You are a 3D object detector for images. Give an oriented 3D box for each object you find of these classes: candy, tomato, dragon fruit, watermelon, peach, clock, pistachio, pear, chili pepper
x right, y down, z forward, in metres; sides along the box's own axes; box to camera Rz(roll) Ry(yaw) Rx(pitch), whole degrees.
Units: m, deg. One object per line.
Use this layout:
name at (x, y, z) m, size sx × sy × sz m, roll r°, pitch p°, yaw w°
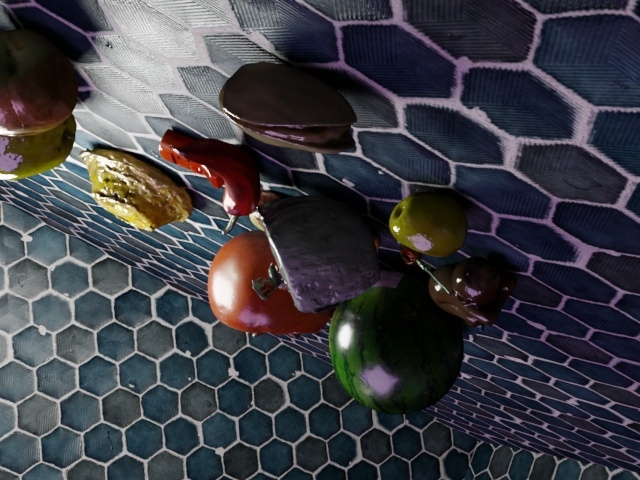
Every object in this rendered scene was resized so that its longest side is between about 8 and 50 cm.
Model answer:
candy at (0.227, 0.060, 1.702) m, size 0.055 × 0.049 × 0.184 m, roll 37°, pitch -172°, yaw -41°
tomato at (-0.119, 0.110, 2.080) m, size 0.341 × 0.272 × 0.341 m, roll 1°, pitch -178°, yaw 0°
candy at (-0.042, 0.066, 1.890) m, size 0.086 × 0.292 × 0.059 m, roll 53°, pitch 141°, yaw 22°
dragon fruit at (0.000, 0.000, 1.689) m, size 0.283 × 0.221 × 0.204 m, roll -119°, pitch 14°, yaw -68°
watermelon at (0.182, 0.251, 1.937) m, size 0.363 × 0.363 × 0.363 m, roll 22°, pitch 164°, yaw 7°
peach at (-0.575, -0.297, 1.562) m, size 0.214 × 0.214 × 0.235 m, roll 23°, pitch 170°, yaw 5°
clock at (-0.275, -0.177, 1.756) m, size 0.155 × 0.061 × 0.113 m, roll 25°, pitch 165°, yaw 6°
pistachio at (-0.048, -0.198, 1.229) m, size 0.226 × 0.136 × 0.136 m, roll 21°, pitch 164°, yaw 13°
pear at (-0.704, -0.260, 1.787) m, size 0.321 × 0.269 × 0.269 m, roll 7°, pitch 161°, yaw 10°
pear at (0.199, -0.039, 1.433) m, size 0.141 × 0.104 × 0.141 m, roll 19°, pitch -160°, yaw -7°
chili pepper at (-0.196, -0.132, 1.673) m, size 0.368 × 0.137 × 0.092 m, roll 70°, pitch 174°, yaw -61°

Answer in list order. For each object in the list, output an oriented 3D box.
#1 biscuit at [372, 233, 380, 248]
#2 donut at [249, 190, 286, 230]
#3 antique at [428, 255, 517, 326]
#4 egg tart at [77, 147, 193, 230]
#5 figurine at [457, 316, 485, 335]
biscuit at (0.101, -0.007, 1.836) m, size 0.078 × 0.015 × 0.091 m, roll 23°, pitch 164°, yaw 10°
donut at (-0.085, -0.045, 1.884) m, size 0.184 × 0.073 × 0.166 m, roll 36°, pitch 163°, yaw -32°
antique at (0.316, 0.101, 1.699) m, size 0.143 × 0.121 × 0.257 m, roll 34°, pitch 171°, yaw -1°
egg tart at (-0.501, -0.121, 2.141) m, size 0.341 × 0.129 × 0.341 m, roll 24°, pitch 165°, yaw 7°
figurine at (0.371, 0.199, 1.997) m, size 0.068 × 0.075 × 0.140 m, roll 24°, pitch 162°, yaw 0°
